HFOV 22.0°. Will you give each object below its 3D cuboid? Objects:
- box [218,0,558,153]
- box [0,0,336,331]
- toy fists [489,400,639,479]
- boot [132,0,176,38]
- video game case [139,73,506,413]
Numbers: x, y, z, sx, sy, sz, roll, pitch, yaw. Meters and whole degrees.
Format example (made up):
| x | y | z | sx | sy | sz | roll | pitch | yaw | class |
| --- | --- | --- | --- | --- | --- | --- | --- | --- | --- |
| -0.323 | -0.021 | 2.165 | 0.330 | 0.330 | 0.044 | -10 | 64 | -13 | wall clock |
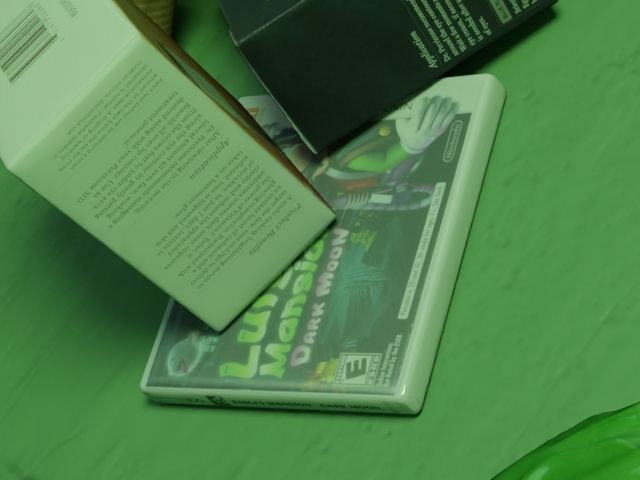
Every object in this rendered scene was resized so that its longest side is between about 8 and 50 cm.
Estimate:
| x | y | z | sx | sy | sz | roll | pitch | yaw | class |
| --- | --- | --- | --- | --- | --- | --- | --- | --- | --- |
| 0.021 | -0.157 | 0.903 | 0.158 | 0.093 | 0.156 | -32 | 41 | 7 | box |
| -0.095 | -0.055 | 0.850 | 0.091 | 0.170 | 0.130 | -45 | 44 | 4 | box |
| 0.130 | 0.191 | 0.601 | 0.142 | 0.096 | 0.279 | -30 | 48 | 31 | toy fists |
| -0.195 | -0.223 | 1.045 | 0.295 | 0.211 | 0.104 | 21 | 32 | 36 | boot |
| 0.000 | 0.000 | 0.878 | 0.173 | 0.022 | 0.190 | -2 | 60 | 37 | video game case |
